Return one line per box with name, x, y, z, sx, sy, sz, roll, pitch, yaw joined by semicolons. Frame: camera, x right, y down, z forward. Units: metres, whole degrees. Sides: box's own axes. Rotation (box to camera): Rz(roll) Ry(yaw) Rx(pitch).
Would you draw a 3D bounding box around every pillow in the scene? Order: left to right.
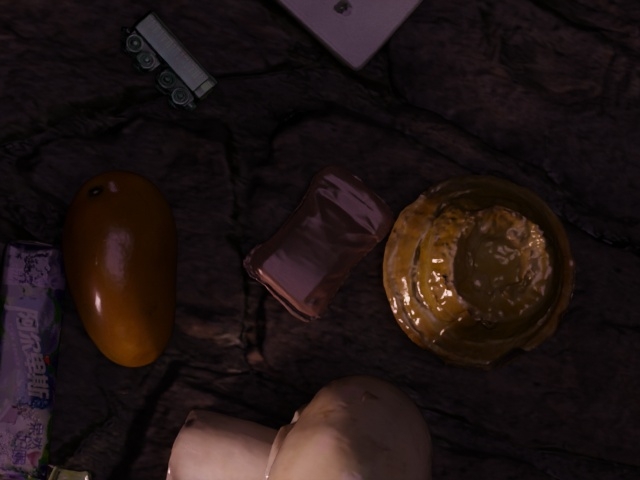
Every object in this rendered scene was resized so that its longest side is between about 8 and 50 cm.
pillow;0.003;0.001;2.012;0.135;0.034;0.211;41;74;-3

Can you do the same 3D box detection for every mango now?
mango;-0.254;0.037;1.870;0.139;0.175;0.254;-8;87;24

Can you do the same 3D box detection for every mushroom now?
mushroom;-0.032;0.306;1.865;0.336;0.314;0.314;15;80;9

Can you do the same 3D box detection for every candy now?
candy;-0.382;0.156;1.880;0.088;0.061;0.312;7;82;-16

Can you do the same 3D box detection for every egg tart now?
egg tart;0.232;0.042;2.026;0.290;0.115;0.290;1;86;-16

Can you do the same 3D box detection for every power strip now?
power strip;0.043;-0.372;2.046;0.198;0.064;0.213;42;89;-9

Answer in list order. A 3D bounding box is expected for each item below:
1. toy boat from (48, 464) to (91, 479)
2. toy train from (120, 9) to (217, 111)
toy boat;-0.341;0.434;1.863;0.093;0.055;0.293;10;82;-12
toy train;-0.210;-0.242;1.981;0.071;0.038;0.148;-44;95;-17
